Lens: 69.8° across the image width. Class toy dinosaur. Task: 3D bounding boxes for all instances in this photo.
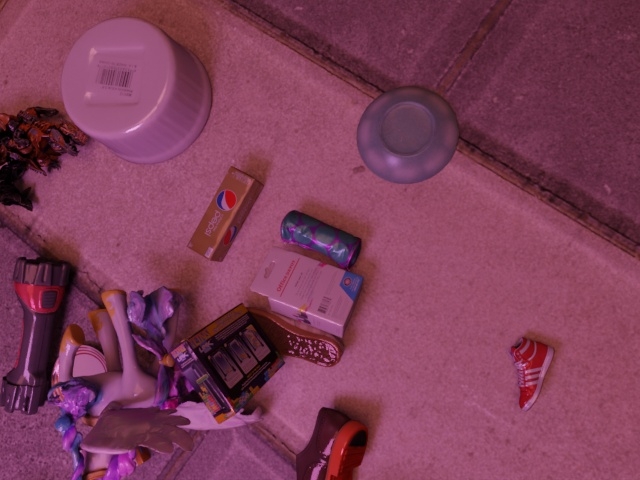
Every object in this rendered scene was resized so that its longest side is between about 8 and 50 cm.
[{"bbox_3d":[-0.668,-0.195,0.993,0.322,0.164,0.218,-2,69,29],"label":"toy dinosaur"}]

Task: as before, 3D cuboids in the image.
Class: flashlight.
[{"bbox_3d":[-0.595,0.188,0.944,0.103,0.103,0.303,11,91,-9],"label":"flashlight"}]

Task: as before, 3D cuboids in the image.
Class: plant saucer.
[{"bbox_3d":[0.163,-0.205,0.867,0.195,0.037,0.194,-1,85,11],"label":"plant saucer"}]

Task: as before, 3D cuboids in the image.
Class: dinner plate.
[{"bbox_3d":[-0.492,0.288,0.951,0.141,0.017,0.141,-1,84,12],"label":"dinner plate"}]

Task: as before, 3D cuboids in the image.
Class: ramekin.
[{"bbox_3d":[-0.377,-0.306,0.930,0.278,0.135,0.277,-1,84,10],"label":"ramekin"}]

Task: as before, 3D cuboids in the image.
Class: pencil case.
[{"bbox_3d":[0.000,0.000,0.862,0.152,0.064,0.070,23,73,13],"label":"pencil case"}]

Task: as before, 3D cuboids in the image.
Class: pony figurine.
[{"bbox_3d":[-0.321,0.269,0.814,0.351,0.303,0.363,-17,68,19],"label":"pony figurine"}]

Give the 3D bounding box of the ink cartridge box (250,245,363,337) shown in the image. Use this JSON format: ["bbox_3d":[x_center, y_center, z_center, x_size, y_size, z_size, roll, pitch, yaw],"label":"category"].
[{"bbox_3d":[-0.025,0.091,0.841,0.182,0.061,0.104,20,61,12],"label":"ink cartridge box"}]

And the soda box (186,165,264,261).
[{"bbox_3d":[-0.186,-0.050,0.904,0.058,0.061,0.181,30,91,13],"label":"soda box"}]

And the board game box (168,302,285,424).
[{"bbox_3d":[-0.152,0.201,0.781,0.048,0.170,0.141,-39,86,26],"label":"board game box"}]

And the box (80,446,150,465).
[{"bbox_3d":[-0.418,0.432,0.917,0.136,0.028,0.081,-30,80,5],"label":"box"}]

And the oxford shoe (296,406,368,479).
[{"bbox_3d":[-0.001,0.433,0.820,0.098,0.097,0.271,21,91,40],"label":"oxford shoe"}]

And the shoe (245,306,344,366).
[{"bbox_3d":[-0.057,0.177,0.865,0.219,0.058,0.076,19,109,16],"label":"shoe"}]

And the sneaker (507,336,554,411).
[{"bbox_3d":[0.346,0.225,0.785,0.067,0.042,0.118,24,81,8],"label":"sneaker"}]
